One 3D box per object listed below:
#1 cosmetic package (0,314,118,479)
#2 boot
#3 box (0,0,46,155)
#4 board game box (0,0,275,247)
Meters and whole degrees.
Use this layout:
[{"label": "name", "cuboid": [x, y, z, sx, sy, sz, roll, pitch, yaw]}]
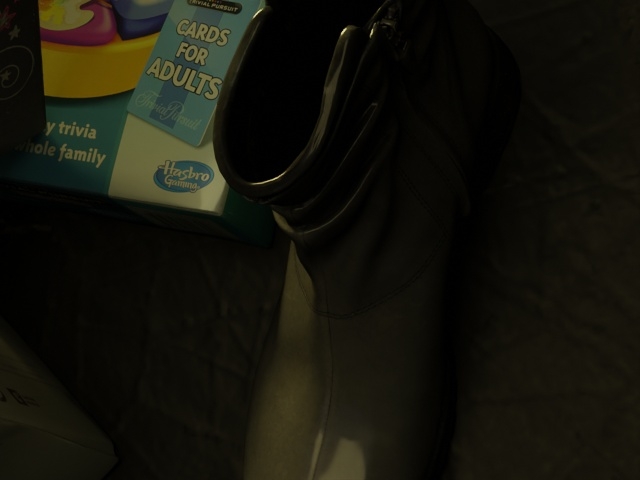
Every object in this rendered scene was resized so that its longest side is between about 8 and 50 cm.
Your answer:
[{"label": "cosmetic package", "cuboid": [-0.333, 0.059, 0.938, 0.217, 0.156, 0.385, -46, 65, 3]}, {"label": "boot", "cuboid": [0.000, 0.000, 0.792, 0.118, 0.222, 0.338, 7, 78, 21]}, {"label": "box", "cuboid": [-0.277, -0.090, 0.808, 0.142, 0.163, 0.247, 38, 56, 23]}, {"label": "board game box", "cuboid": [-0.117, -0.183, 0.964, 0.253, 0.079, 0.336, 10, 79, 22]}]
